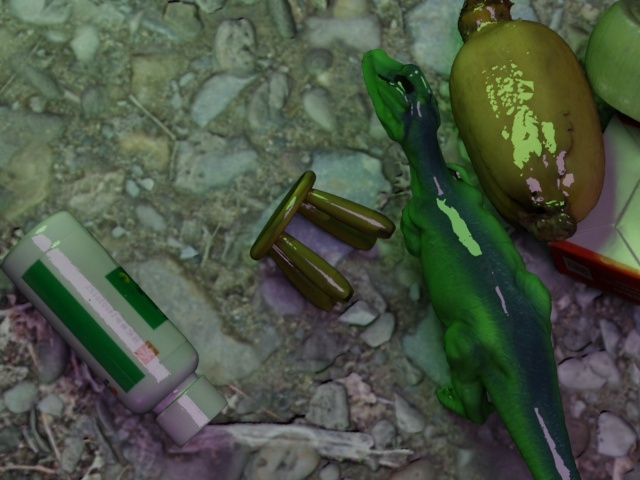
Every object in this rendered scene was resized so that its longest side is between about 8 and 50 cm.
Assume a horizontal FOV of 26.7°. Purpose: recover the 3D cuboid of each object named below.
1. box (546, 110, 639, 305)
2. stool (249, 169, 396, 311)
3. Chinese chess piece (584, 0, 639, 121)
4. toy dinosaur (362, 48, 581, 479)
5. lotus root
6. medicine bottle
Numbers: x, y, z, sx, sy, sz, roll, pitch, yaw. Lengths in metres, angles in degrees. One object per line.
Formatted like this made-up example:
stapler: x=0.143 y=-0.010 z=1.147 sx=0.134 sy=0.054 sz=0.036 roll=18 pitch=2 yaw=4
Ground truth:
box: x=0.345 y=-0.031 z=1.451 sx=0.133 sy=0.099 sz=0.182 roll=22 pitch=74 yaw=28
stool: x=0.000 y=0.000 z=1.400 sx=0.110 sy=0.135 sz=0.134 roll=36 pitch=121 yaw=-5
Chinese chess piece: x=0.400 y=-0.179 z=1.441 sx=0.238 sy=0.237 sz=0.092 roll=17 pitch=116 yaw=-6
toy dinosaur: x=0.185 y=0.066 z=1.263 sx=0.144 sy=0.500 sz=0.374 roll=-23 pitch=129 yaw=-8
lotus root: x=0.219 y=-0.128 z=1.430 sx=0.146 sy=0.131 sz=0.303 roll=-22 pitch=62 yaw=14
medicine bottle: x=-0.204 y=0.091 z=1.357 sx=0.095 sy=0.095 sz=0.260 roll=-41 pitch=88 yaw=-14
